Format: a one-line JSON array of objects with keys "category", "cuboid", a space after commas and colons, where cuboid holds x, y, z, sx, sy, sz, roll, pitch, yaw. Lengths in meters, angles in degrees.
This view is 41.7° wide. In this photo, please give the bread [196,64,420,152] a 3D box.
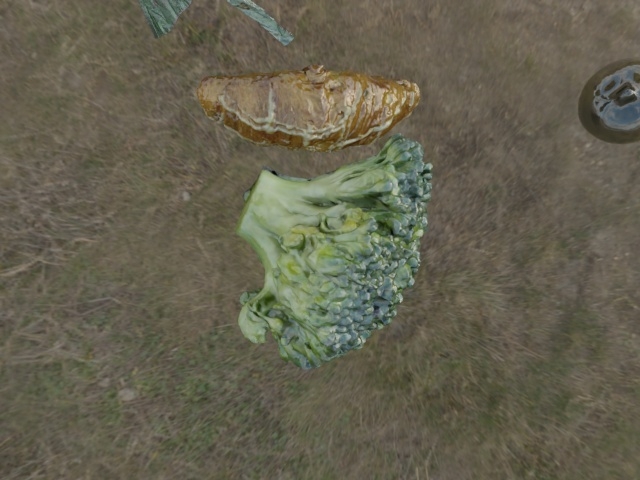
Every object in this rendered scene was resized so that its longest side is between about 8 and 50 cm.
[{"category": "bread", "cuboid": [-0.003, -0.125, 0.826, 0.233, 0.105, 0.076, -4, 81, -20]}]

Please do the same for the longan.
[{"category": "longan", "cuboid": [0.338, -0.154, 0.925, 0.113, 0.113, 0.092, -17, 88, 3]}]

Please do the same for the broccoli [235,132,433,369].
[{"category": "broccoli", "cuboid": [0.000, 0.000, 1.007, 0.245, 0.248, 0.288, 26, 72, 6]}]

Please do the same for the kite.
[{"category": "kite", "cuboid": [-0.125, -0.295, 0.943, 0.250, 0.229, 0.012, 28, 46, -30]}]
